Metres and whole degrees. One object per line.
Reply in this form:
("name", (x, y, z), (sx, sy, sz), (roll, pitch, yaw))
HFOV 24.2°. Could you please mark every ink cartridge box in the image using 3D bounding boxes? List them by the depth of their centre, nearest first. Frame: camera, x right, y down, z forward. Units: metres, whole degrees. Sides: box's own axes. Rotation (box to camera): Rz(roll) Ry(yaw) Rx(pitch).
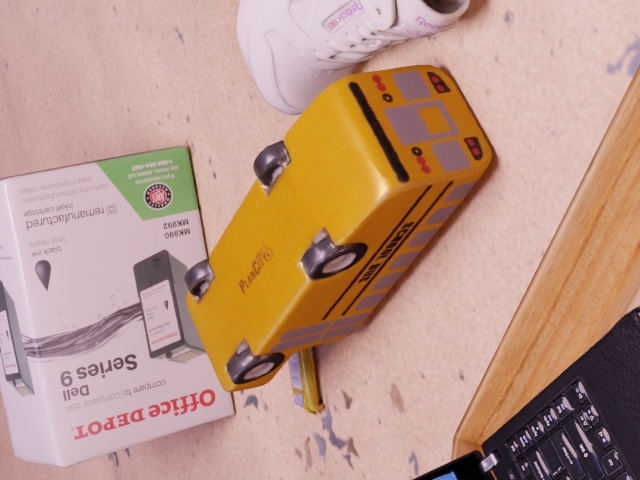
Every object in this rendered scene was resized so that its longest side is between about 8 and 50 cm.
("ink cartridge box", (-0.222, 0.064, 1.520), (0.121, 0.211, 0.289), (-2, 100, 56))

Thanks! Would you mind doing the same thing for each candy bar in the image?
("candy bar", (-0.021, 0.085, 1.391), (0.040, 0.018, 0.161), (8, 108, 60))

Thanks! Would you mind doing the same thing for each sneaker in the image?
("sneaker", (0.028, -0.184, 1.130), (0.152, 0.114, 0.305), (61, 145, 26))

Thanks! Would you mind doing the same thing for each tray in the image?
("tray", (0.174, 0.078, 0.939), (0.203, 0.076, 0.411), (-78, 5, -49))

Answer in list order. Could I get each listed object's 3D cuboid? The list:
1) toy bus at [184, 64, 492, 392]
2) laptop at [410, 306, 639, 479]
("toy bus", (0.000, 0.000, 1.223), (0.108, 0.130, 0.333), (62, 145, 21))
("laptop", (0.107, 0.206, 0.777), (0.264, 0.136, 0.234), (-52, 56, 48))
